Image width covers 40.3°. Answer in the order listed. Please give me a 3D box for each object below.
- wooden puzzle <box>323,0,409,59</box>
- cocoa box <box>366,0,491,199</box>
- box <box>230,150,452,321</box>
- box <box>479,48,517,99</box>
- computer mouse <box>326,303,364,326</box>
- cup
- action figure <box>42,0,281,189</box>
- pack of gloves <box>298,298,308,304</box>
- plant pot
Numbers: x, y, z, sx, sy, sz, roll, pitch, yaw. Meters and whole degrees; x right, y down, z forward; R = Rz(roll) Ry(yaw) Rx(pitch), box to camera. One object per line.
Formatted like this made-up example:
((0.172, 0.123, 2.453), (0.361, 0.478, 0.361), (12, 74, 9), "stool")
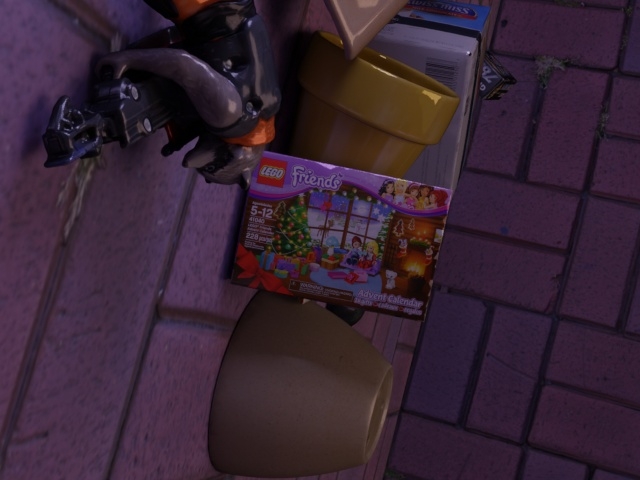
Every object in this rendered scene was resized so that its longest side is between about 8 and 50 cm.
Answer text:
((0.062, -0.477, 1.196), (0.322, 0.080, 0.348), (-49, 135, -26), "wooden puzzle")
((0.194, -0.287, 1.754), (0.228, 0.231, 0.347), (-60, 158, -49), "cocoa box")
((0.029, -0.007, 1.283), (0.057, 0.293, 0.201), (-119, -140, -84), "box")
((0.309, -0.442, 1.964), (0.073, 0.295, 0.293), (-44, 175, 20), "box")
((0.086, 0.100, 2.004), (0.188, 0.072, 0.272), (89, 20, -45), "computer mouse")
((-0.011, 0.260, 1.474), (0.331, 0.237, 0.331), (13, 90, -75), "cup")
((-0.121, -0.187, 0.828), (0.341, 0.178, 0.330), (-61, 149, -51), "action figure")
((0.000, 0.000, 1.525), (0.232, 0.046, 0.195), (-11, 90, -73), "pack of gloves")
((0.057, -0.174, 1.388), (0.239, 0.254, 0.254), (-64, 169, 17), "plant pot")
